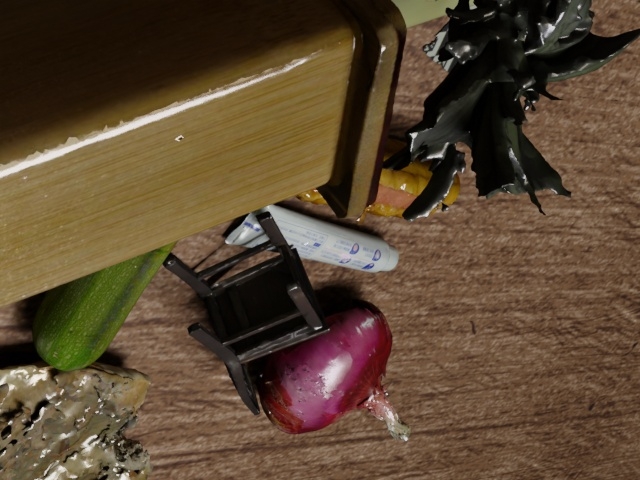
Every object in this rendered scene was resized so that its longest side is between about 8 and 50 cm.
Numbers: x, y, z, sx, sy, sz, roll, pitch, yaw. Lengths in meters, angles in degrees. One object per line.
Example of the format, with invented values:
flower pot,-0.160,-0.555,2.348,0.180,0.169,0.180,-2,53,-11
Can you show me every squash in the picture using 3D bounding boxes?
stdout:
squash,-0.146,0.008,1.441,0.066,0.066,0.229,7,126,-55

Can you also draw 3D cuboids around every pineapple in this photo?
pineapple,0.159,-0.171,1.367,0.364,0.165,0.165,-65,152,-6

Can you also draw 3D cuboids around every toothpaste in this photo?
toothpaste,0.000,0.000,1.650,0.052,0.033,0.218,-47,149,20

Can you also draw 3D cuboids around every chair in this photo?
chair,-0.047,0.068,1.614,0.101,0.084,0.212,-24,151,4

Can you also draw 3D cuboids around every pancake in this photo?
pancake,-0.287,0.234,1.576,0.382,0.071,0.382,-32,150,-22

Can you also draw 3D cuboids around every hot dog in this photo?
hot dog,0.015,-0.060,1.537,0.286,0.088,0.061,14,119,-51

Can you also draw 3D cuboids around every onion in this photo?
onion,0.026,0.136,1.757,0.150,0.140,0.150,-39,169,-9

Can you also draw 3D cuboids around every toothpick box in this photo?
toothpick box,-0.132,-0.085,1.216,0.308,0.190,0.187,-23,149,-24

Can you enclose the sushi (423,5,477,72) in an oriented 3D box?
sushi,0.157,-0.173,1.603,0.120,0.026,0.126,-45,151,8

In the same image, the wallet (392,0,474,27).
wallet,0.093,-0.215,1.454,0.155,0.039,0.110,-22,150,-31
